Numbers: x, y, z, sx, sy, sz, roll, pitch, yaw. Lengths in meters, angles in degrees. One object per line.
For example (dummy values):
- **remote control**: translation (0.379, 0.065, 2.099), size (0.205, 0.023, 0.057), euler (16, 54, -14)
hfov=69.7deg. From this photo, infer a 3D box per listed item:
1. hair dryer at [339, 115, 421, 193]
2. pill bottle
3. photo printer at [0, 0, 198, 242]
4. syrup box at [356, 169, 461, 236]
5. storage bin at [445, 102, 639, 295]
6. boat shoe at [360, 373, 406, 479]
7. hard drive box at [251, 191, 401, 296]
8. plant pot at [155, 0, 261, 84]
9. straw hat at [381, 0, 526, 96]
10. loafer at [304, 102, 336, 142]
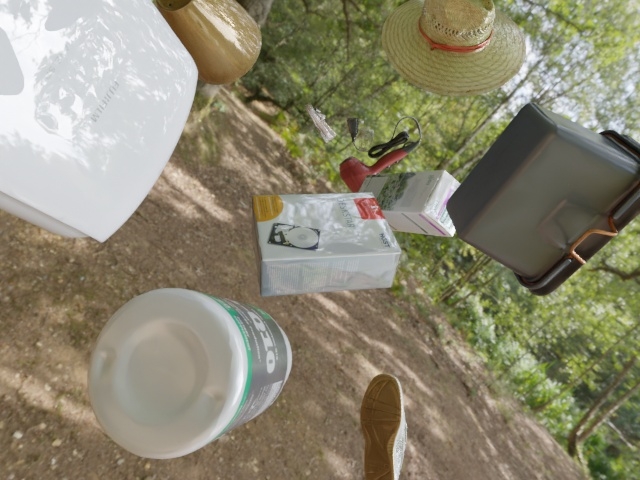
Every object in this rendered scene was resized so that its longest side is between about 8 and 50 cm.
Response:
- **hair dryer**: translation (0.164, -0.216, 1.329), size (0.224, 0.293, 0.080), euler (8, 9, 17)
- **pill bottle**: translation (-0.164, 0.191, 0.716), size (0.204, 0.204, 0.361), euler (45, -3, 14)
- **photo printer**: translation (-0.251, -0.148, 0.433), size (0.107, 0.255, 0.307), euler (18, -15, 22)
- **syrup box**: translation (0.173, -0.076, 0.931), size (0.096, 0.093, 0.237), euler (34, -13, -30)
- **storage bin**: translation (0.169, -0.032, 0.356), size (0.091, 0.135, 0.098), euler (23, 33, -15)
- **boat shoe**: translation (0.153, 0.437, 1.074), size (0.098, 0.276, 0.096), euler (6, 5, 30)
- **hard drive box**: translation (0.000, 0.000, 0.820), size (0.233, 0.089, 0.181), euler (-3, 40, -14)
- **plant pot**: translation (-0.312, -0.580, 1.217), size (0.237, 0.237, 0.254), euler (46, 4, 15)
- **straw hat**: translation (0.126, -0.208, 0.425), size (0.144, 0.145, 0.061), euler (47, -15, 22)
- **loafer**: translation (0.001, -0.314, 1.210), size (0.125, 0.039, 0.045), euler (54, 8, -42)
